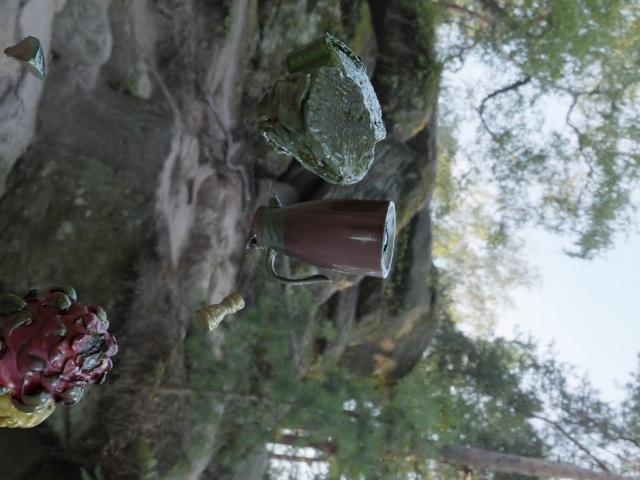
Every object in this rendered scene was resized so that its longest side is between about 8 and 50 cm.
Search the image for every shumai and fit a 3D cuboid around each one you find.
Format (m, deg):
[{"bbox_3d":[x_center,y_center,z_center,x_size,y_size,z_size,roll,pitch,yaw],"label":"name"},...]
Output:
[{"bbox_3d":[-0.019,-0.149,1.021,0.142,0.184,0.184,-21,-124,40],"label":"shumai"}]

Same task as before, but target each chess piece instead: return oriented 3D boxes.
[{"bbox_3d":[-0.260,0.180,1.859,0.066,0.122,0.066,36,-35,32],"label":"chess piece"}]

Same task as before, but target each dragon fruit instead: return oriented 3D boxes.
[{"bbox_3d":[-0.484,0.194,1.203,0.273,0.218,0.198,-34,-150,-7],"label":"dragon fruit"}]

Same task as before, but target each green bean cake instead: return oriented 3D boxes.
[{"bbox_3d":[0.034,-0.275,1.366,0.113,0.214,0.200,-23,-94,21],"label":"green bean cake"}]

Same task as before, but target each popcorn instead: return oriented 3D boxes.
[{"bbox_3d":[-0.636,0.286,1.533,0.250,0.190,0.250,-54,-170,14],"label":"popcorn"}]

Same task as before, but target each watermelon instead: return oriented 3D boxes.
[{"bbox_3d":[-0.657,-0.407,1.621,0.155,0.080,0.101,18,-52,49],"label":"watermelon"}]

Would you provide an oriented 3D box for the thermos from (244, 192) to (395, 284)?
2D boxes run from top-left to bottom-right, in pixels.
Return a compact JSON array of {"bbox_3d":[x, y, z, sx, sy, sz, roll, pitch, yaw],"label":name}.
[{"bbox_3d":[0.000,0.000,1.354,0.146,0.265,0.176,49,46,-72],"label":"thermos"}]
